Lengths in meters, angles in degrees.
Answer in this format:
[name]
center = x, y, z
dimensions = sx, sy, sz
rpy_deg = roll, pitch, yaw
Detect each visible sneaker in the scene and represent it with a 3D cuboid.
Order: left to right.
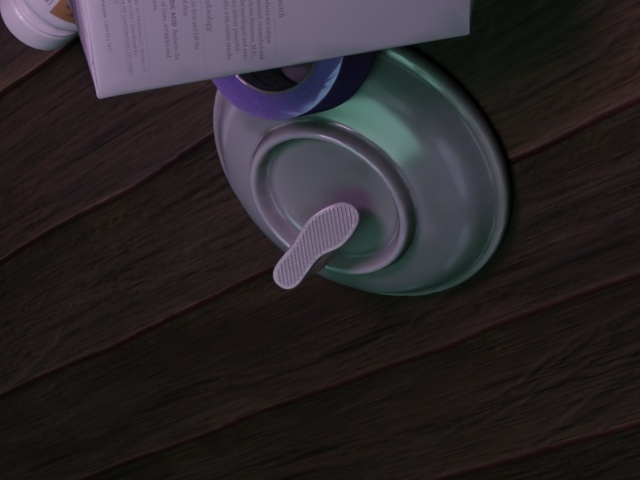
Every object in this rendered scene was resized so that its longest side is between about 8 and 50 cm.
[sneaker]
center = 0.000, 0.000, 1.892
dimensions = 0.051, 0.070, 0.134
rpy_deg = 45, 108, 3

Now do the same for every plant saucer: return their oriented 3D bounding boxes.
[plant saucer]
center = 0.029, -0.070, 1.915
dimensions = 0.401, 0.100, 0.400
rpy_deg = 18, 135, 19

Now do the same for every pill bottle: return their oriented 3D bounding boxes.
[pill bottle]
center = -0.285, -0.322, 1.871
dimensions = 0.131, 0.131, 0.229
rpy_deg = 45, 137, -10

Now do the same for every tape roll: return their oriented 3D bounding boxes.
[tape roll]
center = -0.037, -0.231, 1.772
dimensions = 0.189, 0.080, 0.189
rpy_deg = 6, 103, 29

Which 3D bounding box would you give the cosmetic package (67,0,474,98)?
[cosmetic package]
center = -0.057, -0.285, 1.554
dimensions = 0.385, 0.217, 0.156
rpy_deg = -13, 132, -11
